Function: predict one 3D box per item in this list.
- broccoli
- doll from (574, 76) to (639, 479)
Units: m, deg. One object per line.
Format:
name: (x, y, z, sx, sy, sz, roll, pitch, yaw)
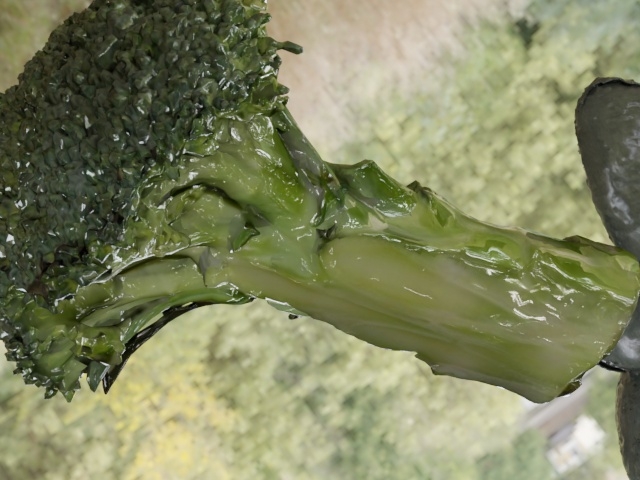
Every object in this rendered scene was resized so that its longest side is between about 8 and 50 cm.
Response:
broccoli: (0.005, -0.022, 0.757, 0.361, 0.221, 0.252, 0, 115, -8)
doll: (0.279, 0.041, 1.047, 0.246, 0.340, 0.158, -17, 175, -7)
